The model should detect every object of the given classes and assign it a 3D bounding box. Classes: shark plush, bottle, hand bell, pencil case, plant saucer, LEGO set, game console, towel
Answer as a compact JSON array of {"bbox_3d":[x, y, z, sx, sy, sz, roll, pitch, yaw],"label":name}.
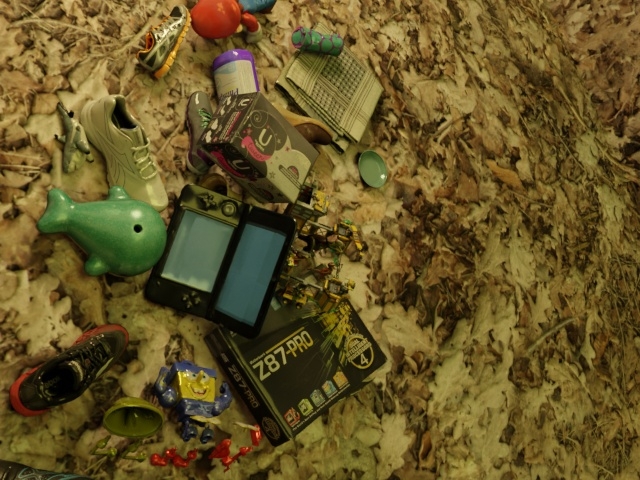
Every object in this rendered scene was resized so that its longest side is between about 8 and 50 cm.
[{"bbox_3d":[-0.558,-0.233,1.628,0.067,0.073,0.161,-17,95,-12],"label":"shark plush"},{"bbox_3d":[-0.207,-0.348,1.914,0.092,0.118,0.283,-8,86,-44],"label":"bottle"},{"bbox_3d":[-0.198,-0.079,1.880,0.242,0.126,0.126,20,65,-50],"label":"hand bell"},{"bbox_3d":[-0.006,-0.581,2.134,0.151,0.064,0.070,2,87,-37],"label":"pencil case"},{"bbox_3d":[0.155,-0.217,2.251,0.119,0.021,0.119,12,71,-37],"label":"plant saucer"},{"bbox_3d":[0.000,0.000,1.862,0.255,0.192,0.331,27,41,-5],"label":"LEGO set"},{"bbox_3d":[-0.228,0.042,1.664,0.250,0.173,0.293,21,86,-19],"label":"game console"},{"bbox_3d":[0.039,-0.461,2.197,0.312,0.056,0.324,44,55,-23],"label":"towel"}]

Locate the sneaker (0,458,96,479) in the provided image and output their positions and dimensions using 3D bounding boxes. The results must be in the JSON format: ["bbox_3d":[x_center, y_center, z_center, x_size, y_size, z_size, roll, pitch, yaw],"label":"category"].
[{"bbox_3d":[-0.550,0.479,1.380,0.341,0.139,0.125,13,72,-36],"label":"sneaker"}]

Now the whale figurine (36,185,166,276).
[{"bbox_3d":[-0.463,-0.028,1.590,0.272,0.141,0.216,24,67,-26],"label":"whale figurine"}]

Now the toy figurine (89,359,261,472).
[{"bbox_3d":[-0.324,0.363,1.643,0.362,0.191,0.217,16,38,-29],"label":"toy figurine"}]

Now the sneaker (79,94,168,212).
[{"bbox_3d":[-0.435,-0.194,1.670,0.111,0.129,0.297,-41,107,-41],"label":"sneaker"}]

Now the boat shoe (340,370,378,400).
[{"bbox_3d":[0.076,0.391,2.007,0.206,0.075,0.065,-13,130,-47],"label":"boat shoe"}]

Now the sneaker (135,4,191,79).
[{"bbox_3d":[-0.389,-0.509,1.828,0.083,0.084,0.215,28,62,-26],"label":"sneaker"}]

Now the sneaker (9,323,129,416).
[{"bbox_3d":[-0.490,0.257,1.497,0.276,0.135,0.098,-36,100,-42],"label":"sneaker"}]

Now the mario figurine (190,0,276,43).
[{"bbox_3d":[-0.255,-0.624,1.976,0.198,0.170,0.320,28,41,10],"label":"mario figurine"}]

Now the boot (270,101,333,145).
[{"bbox_3d":[-0.082,-0.247,2.035,0.248,0.090,0.207,19,79,-37],"label":"boot"}]

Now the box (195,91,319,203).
[{"bbox_3d":[-0.148,-0.219,1.788,0.247,0.142,0.163,43,63,-37],"label":"box"}]

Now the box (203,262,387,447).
[{"bbox_3d":[-0.051,0.277,1.854,0.395,0.097,0.318,-29,82,-41],"label":"box"}]

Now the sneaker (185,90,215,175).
[{"bbox_3d":[-0.283,-0.279,1.842,0.083,0.098,0.224,7,74,-39],"label":"sneaker"}]
